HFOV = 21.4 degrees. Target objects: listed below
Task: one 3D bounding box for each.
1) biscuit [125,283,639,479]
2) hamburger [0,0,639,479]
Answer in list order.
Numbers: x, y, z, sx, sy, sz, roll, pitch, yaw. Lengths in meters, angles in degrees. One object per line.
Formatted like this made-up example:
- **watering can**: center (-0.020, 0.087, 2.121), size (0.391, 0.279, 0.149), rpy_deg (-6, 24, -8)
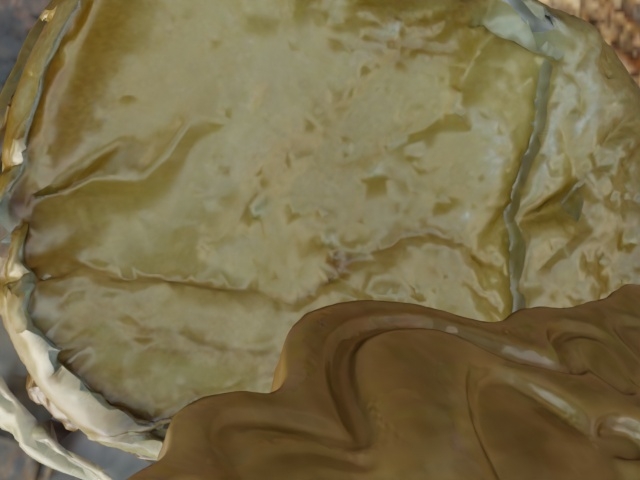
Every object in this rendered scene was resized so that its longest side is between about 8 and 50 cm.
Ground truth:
- **biscuit**: center (0.056, 0.069, 0.414), size (0.236, 0.144, 0.040), rpy_deg (-1, 130, -41)
- **hamburger**: center (-0.001, 0.001, 0.700), size (0.283, 0.259, 0.144), rpy_deg (24, 168, -11)
